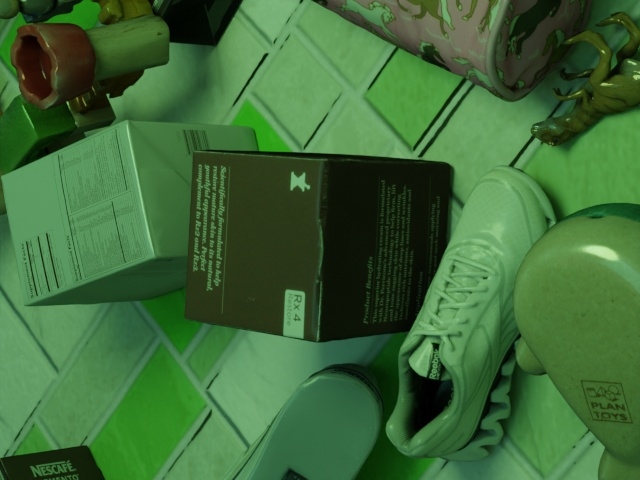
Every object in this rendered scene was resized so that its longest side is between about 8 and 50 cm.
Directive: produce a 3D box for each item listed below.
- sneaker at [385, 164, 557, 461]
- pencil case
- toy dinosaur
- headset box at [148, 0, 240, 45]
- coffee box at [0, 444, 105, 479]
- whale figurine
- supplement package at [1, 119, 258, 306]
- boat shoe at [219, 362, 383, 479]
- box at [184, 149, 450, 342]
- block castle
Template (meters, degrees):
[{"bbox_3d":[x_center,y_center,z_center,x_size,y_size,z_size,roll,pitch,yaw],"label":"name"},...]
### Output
[{"bbox_3d":[0.138,0.073,1.447,0.110,0.118,0.292,21,103,38],"label":"sneaker"},{"bbox_3d":[0.077,-0.276,1.462,0.386,0.167,0.160,35,80,32],"label":"pencil case"},{"bbox_3d":[0.276,-0.144,1.377,0.211,0.064,0.112,-19,100,45],"label":"toy dinosaur"},{"bbox_3d":[-0.184,-0.384,1.693,0.293,0.110,0.218,47,120,27],"label":"headset box"},{"bbox_3d":[-0.373,0.351,1.849,0.246,0.141,0.098,-42,66,30],"label":"coffee box"},{"bbox_3d":[0.275,0.094,1.349,0.216,0.141,0.272,-2,115,39],"label":"whale figurine"},{"bbox_3d":[-0.192,-0.027,1.657,0.203,0.194,0.149,-19,79,37],"label":"supplement package"},{"bbox_3d":[-0.056,0.272,1.595,0.136,0.156,0.367,32,101,4],"label":"boat shoe"},{"bbox_3d":[0.000,0.000,1.499,0.167,0.203,0.168,7,95,39],"label":"box"},{"bbox_3d":[-0.384,-0.209,1.709,0.453,0.213,0.303,-36,76,52],"label":"block castle"}]
